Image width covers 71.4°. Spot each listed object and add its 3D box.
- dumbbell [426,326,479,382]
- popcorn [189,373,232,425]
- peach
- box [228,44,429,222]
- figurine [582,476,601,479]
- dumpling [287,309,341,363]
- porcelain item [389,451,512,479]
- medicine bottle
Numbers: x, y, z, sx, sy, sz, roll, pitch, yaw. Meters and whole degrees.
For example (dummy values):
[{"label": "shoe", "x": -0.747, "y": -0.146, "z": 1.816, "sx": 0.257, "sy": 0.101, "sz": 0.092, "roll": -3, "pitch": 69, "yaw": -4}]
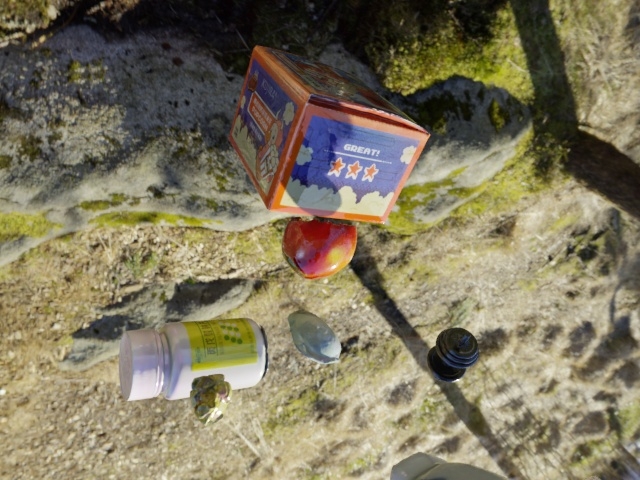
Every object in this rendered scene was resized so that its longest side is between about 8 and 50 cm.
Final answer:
[{"label": "dumbbell", "x": 0.306, "y": 0.266, "z": 1.036, "sx": 0.099, "sy": 0.099, "sz": 0.208, "roll": -17, "pitch": 145, "yaw": -19}, {"label": "popcorn", "x": -0.262, "y": 0.370, "z": 1.041, "sx": 0.089, "sy": 0.097, "sz": 0.109, "roll": 14, "pitch": 76, "yaw": -64}, {"label": "peach", "x": 0.000, "y": 0.000, "z": 1.280, "sx": 0.226, "sy": 0.196, "sz": 0.190, "roll": -38, "pitch": 160, "yaw": -18}, {"label": "box", "x": 0.003, "y": -0.248, "z": 1.037, "sx": 0.319, "sy": 0.348, "sz": 0.257, "roll": 7, "pitch": 123, "yaw": -31}, {"label": "figurine", "x": 0.726, "y": 0.691, "z": 1.143, "sx": 0.237, "sy": 0.162, "sz": 0.141, "roll": 29, "pitch": 133, "yaw": -28}, {"label": "dumpling", "x": -0.029, "y": 0.316, "z": 1.393, "sx": 0.149, "sy": 0.216, "sz": 0.105, "roll": -41, "pitch": 175, "yaw": -36}, {"label": "porcelain item", "x": 0.255, "y": 0.477, "z": 0.657, "sx": 0.178, "sy": 0.405, "sz": 0.242, "roll": 7, "pitch": 85, "yaw": -23}, {"label": "medicine bottle", "x": -0.362, "y": 0.339, "z": 1.286, "sx": 0.379, "sy": 0.213, "sz": 0.213, "roll": 1, "pitch": 123, "yaw": -34}]
